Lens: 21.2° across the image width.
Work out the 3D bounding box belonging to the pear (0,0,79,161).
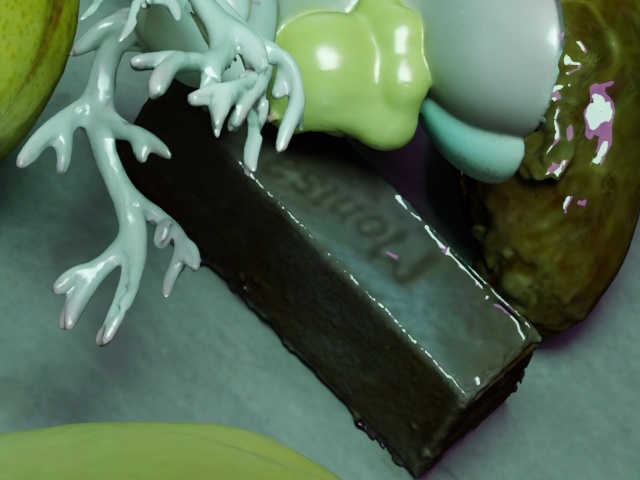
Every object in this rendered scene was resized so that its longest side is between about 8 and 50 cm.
[{"bbox_3d":[-0.305,-0.150,1.045,0.314,0.314,0.314,6,61,-12],"label":"pear"}]

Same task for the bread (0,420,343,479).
[{"bbox_3d":[-0.118,0.261,0.899,0.376,0.253,0.348,-1,59,-17],"label":"bread"}]

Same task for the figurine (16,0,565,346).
[{"bbox_3d":[-0.019,-0.099,1.025,0.316,0.206,0.284,2,49,-13],"label":"figurine"}]

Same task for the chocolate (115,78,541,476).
[{"bbox_3d":[0.000,0.000,1.150,0.112,0.112,0.321,-37,77,-30],"label":"chocolate"}]

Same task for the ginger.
[{"bbox_3d":[0.172,-0.099,1.223,0.165,0.172,0.321,2,56,32],"label":"ginger"}]
